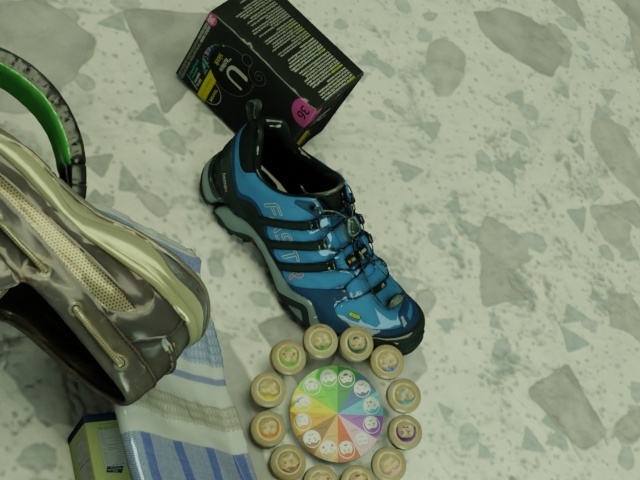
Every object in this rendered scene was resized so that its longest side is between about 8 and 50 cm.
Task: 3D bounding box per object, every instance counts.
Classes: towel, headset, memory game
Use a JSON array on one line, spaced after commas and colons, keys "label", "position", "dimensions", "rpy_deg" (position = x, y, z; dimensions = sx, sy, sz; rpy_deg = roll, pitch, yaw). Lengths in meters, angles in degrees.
[{"label": "towel", "position": [-0.140, 0.112, 1.186], "dimensions": [0.209, 0.034, 0.285], "rpy_deg": [34, 36, -61]}, {"label": "headset", "position": [-0.329, -0.002, 1.137], "dimensions": [0.244, 0.185, 0.394], "rpy_deg": [6, 75, -24]}, {"label": "memory game", "position": [0.017, 0.173, 1.285], "dimensions": [0.186, 0.012, 0.186], "rpy_deg": [5, 73, -16]}]

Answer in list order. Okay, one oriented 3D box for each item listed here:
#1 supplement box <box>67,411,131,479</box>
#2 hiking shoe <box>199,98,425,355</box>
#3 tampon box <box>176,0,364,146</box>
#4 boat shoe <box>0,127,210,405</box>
[{"label": "supplement box", "position": [-0.178, 0.205, 1.166], "dimensions": [0.083, 0.056, 0.083], "rpy_deg": [-1, 61, -28]}, {"label": "hiking shoe", "position": [0.000, 0.000, 1.341], "dimensions": [0.304, 0.132, 0.113], "rpy_deg": [43, 51, 3]}, {"label": "tampon box", "position": [-0.058, -0.188, 1.438], "dimensions": [0.161, 0.120, 0.101], "rpy_deg": [44, 50, 4]}, {"label": "boat shoe", "position": [-0.260, 0.007, 1.027], "dimensions": [0.355, 0.132, 0.130], "rpy_deg": [31, 57, -3]}]
